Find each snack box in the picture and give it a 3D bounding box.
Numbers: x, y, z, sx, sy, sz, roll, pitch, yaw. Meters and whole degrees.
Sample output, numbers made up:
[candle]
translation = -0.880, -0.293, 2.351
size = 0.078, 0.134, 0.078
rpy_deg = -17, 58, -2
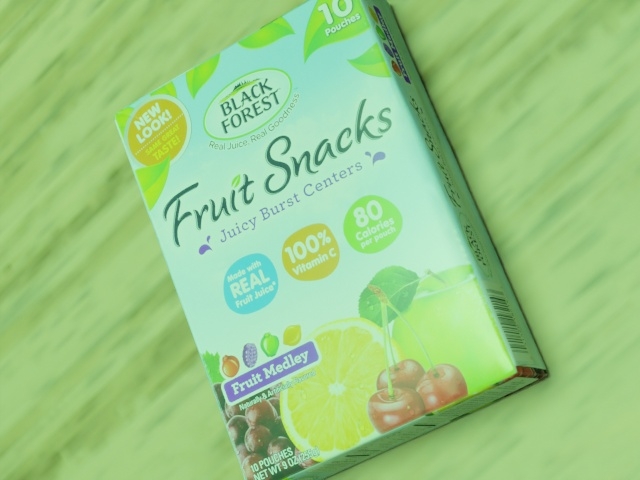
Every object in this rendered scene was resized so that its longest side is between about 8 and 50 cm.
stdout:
[snack box]
translation = 0.000, 0.000, 0.491
size = 0.100, 0.037, 0.141
rpy_deg = -27, 74, 19
